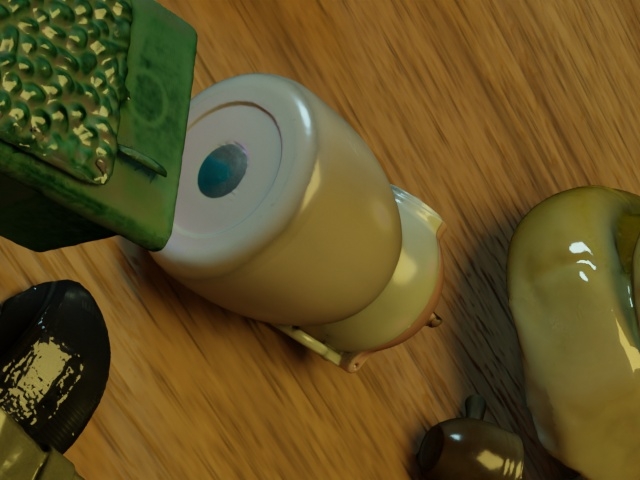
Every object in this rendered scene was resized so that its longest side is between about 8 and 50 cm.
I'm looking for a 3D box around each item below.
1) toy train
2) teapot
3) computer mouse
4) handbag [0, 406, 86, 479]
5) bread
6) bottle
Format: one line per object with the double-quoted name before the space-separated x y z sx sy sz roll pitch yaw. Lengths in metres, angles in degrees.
"toy train" -0.212 -0.079 0.852 0.266 0.201 0.145 30 56 -45
"teapot" 0.111 0.163 1.301 0.080 0.085 0.110 21 32 -21
"computer mouse" -0.161 0.079 0.993 0.079 0.047 0.135 49 49 -29
"handbag" -0.233 0.177 0.829 0.316 0.109 0.253 46 53 -25
"bread" 0.327 0.112 1.411 0.424 0.245 0.329 33 57 -45
"bottle" 0.000 0.000 1.138 0.236 0.147 0.148 35 54 -48
